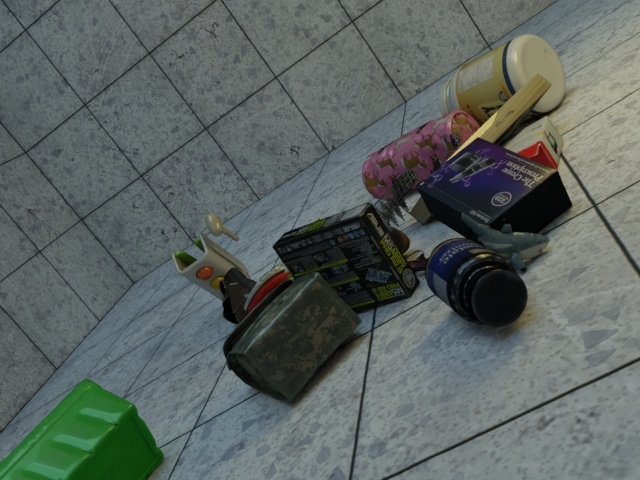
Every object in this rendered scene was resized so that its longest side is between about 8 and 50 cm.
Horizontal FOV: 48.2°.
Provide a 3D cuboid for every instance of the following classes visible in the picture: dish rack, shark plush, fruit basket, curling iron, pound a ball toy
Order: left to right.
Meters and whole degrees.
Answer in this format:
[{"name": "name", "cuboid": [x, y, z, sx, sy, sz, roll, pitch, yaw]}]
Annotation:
[{"name": "fruit basket", "cuboid": [-0.579, 0.522, 1.576, 0.392, 0.283, 0.392, -18, 24, 8]}, {"name": "pound a ball toy", "cuboid": [-0.329, 0.073, 2.335, 0.208, 0.319, 0.135, -34, 54, 8]}, {"name": "dish rack", "cuboid": [0.175, -0.070, 1.910, 0.271, 0.074, 0.208, -48, 12, 13]}, {"name": "curling iron", "cuboid": [0.260, 0.040, 1.528, 0.068, 0.035, 0.274, -43, 14, -25]}, {"name": "shark plush", "cuboid": [0.330, -0.011, 1.306, 0.067, 0.161, 0.073, -64, -10, 21]}]

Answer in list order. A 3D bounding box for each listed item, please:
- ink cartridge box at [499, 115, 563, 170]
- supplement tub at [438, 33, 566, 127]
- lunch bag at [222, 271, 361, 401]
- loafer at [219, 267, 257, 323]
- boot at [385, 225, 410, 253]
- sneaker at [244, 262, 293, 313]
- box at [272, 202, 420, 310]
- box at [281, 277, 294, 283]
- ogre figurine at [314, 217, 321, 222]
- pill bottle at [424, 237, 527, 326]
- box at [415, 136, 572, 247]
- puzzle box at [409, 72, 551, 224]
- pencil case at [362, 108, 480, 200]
[{"name": "ink cartridge box", "cuboid": [0.480, -0.191, 1.670, 0.134, 0.078, 0.231, -29, 15, 35]}, {"name": "supplement tub", "cuboid": [0.523, -0.440, 2.094, 0.228, 0.228, 0.316, -46, 16, -34]}, {"name": "lunch bag", "cuboid": [-0.081, 0.207, 1.549, 0.235, 0.169, 0.287, -45, 8, -21]}, {"name": "loafer", "cuboid": [-0.254, 0.174, 2.157, 0.130, 0.133, 0.366, -39, 13, -13]}, {"name": "boot", "cuboid": [0.094, 0.082, 1.747, 0.305, 0.112, 0.115, -37, -18, 17]}, {"name": "sneaker", "cuboid": [-0.084, 0.118, 1.951, 0.279, 0.118, 0.107, -38, -9, -8]}, {"name": "box", "cuboid": [0.052, 0.051, 1.582, 0.270, 0.216, 0.060, -19, 22, 41]}, {"name": "box", "cuboid": [-0.003, 0.088, 1.844, 0.201, 0.021, 0.164, -25, -11, -5]}, {"name": "ogre figurine", "cuboid": [0.000, 0.000, 2.222, 0.118, 0.097, 0.197, -56, 0, -5]}, {"name": "pill bottle", "cuboid": [0.264, 0.072, 1.217, 0.123, 0.122, 0.219, -37, 13, -1]}, {"name": "box", "cuboid": [0.347, -0.093, 1.465, 0.184, 0.103, 0.261, -40, 32, -5]}, {"name": "puzzle box", "cuboid": [0.406, -0.230, 1.833, 0.409, 0.052, 0.272, -43, -9, -24]}, {"name": "pencil case", "cuboid": [0.298, -0.246, 2.142, 0.386, 0.160, 0.167, -22, 28, 45]}]
